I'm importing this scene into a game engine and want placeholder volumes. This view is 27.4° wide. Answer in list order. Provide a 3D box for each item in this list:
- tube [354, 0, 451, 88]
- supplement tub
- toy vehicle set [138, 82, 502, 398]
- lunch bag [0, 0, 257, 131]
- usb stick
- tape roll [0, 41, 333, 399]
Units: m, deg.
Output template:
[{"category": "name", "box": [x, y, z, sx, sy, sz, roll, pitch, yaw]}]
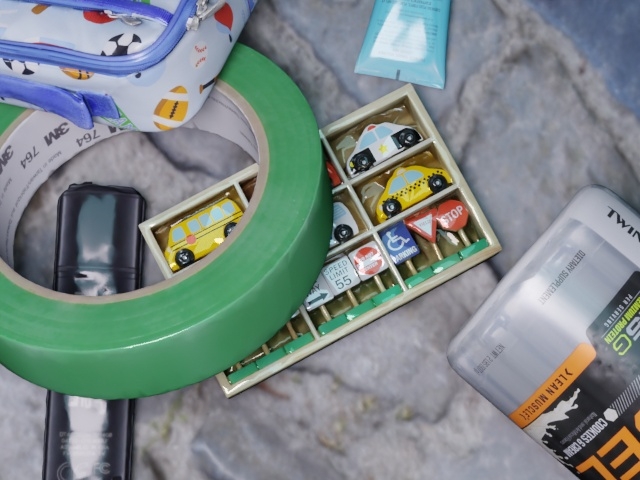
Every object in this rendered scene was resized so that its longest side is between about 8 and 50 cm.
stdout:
[{"category": "tube", "box": [0.088, -0.242, 1.163, 0.080, 0.052, 0.207, 10, 88, 9]}, {"category": "supplement tub", "box": [0.272, 0.121, 1.030, 0.316, 0.193, 0.193, 40, 86, 7]}, {"category": "toy vehicle set", "box": [0.000, 0.000, 1.126, 0.267, 0.035, 0.166, -28, 82, -7]}, {"category": "lunch bag", "box": [-0.200, -0.209, 1.082, 0.303, 0.115, 0.243, 12, 58, 21]}, {"category": "usb stick", "box": [-0.195, 0.086, 1.132, 0.077, 0.045, 0.278, 3, 82, -5]}, {"category": "tape roll", "box": [-0.152, -0.030, 1.060, 0.321, 0.077, 0.321, -4, 54, 6]}]
